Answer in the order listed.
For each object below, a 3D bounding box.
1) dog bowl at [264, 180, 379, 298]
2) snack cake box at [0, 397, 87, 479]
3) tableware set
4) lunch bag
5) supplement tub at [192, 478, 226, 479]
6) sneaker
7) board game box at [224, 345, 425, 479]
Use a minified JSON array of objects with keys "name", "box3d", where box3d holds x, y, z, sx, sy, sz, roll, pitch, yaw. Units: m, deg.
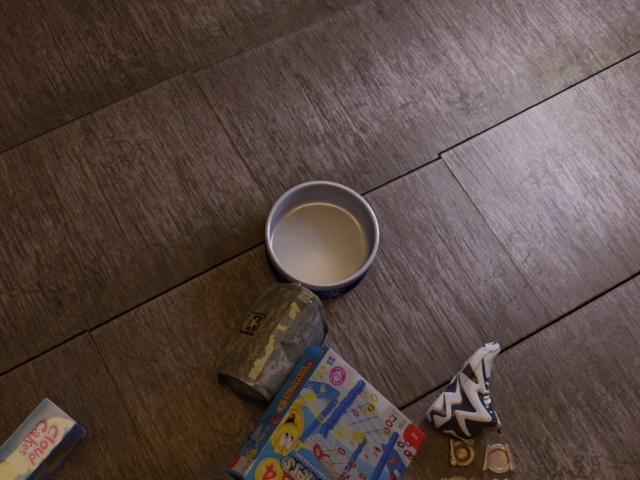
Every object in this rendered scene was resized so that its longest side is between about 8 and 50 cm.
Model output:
[{"name":"dog bowl","box3d":[0.000,0.000,1.990,0.264,0.104,0.265,2,68,-4]},{"name":"snack cake box","box3d":[-0.607,0.461,1.735,0.089,0.152,0.264,36,71,9]},{"name":"tableware set","box3d":[0.347,0.511,1.859,0.168,0.020,0.141,5,68,-2]},{"name":"lunch bag","box3d":[-0.102,0.225,1.796,0.169,0.287,0.235,32,70,8]},{"name":"supplement tub","box3d":[-0.267,0.534,1.509,0.337,0.207,0.207,-2,68,0]},{"name":"sneaker","box3d":[0.360,0.349,1.886,0.153,0.094,0.235,39,71,10]},{"name":"board game box","box3d":[0.019,0.423,1.694,0.308,0.086,0.302,44,66,-20]}]
